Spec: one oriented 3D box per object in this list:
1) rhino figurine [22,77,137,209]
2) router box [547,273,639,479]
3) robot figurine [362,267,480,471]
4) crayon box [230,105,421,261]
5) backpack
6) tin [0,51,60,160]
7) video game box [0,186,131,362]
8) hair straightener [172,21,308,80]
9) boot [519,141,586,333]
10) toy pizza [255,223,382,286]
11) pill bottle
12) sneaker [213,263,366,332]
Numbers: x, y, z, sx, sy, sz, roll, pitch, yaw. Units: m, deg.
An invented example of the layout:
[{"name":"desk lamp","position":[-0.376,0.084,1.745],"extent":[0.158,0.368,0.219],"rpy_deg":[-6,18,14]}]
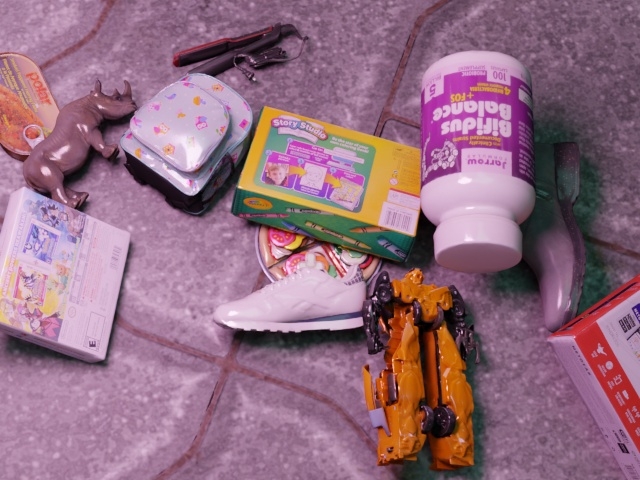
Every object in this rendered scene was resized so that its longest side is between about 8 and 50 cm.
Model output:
[{"name":"rhino figurine","position":[-0.359,-0.157,1.790],"extent":[0.106,0.073,0.243],"rpy_deg":[32,66,-4]},{"name":"router box","position":[0.538,0.204,1.712],"extent":[0.301,0.082,0.335],"rpy_deg":[-32,93,-18]},{"name":"robot figurine","position":[0.138,0.181,1.701],"extent":[0.211,0.085,0.291],"rpy_deg":[13,62,-34]},{"name":"crayon box","position":[0.020,-0.087,1.791],"extent":[0.278,0.081,0.165],"rpy_deg":[16,56,0]},{"name":"backpack","position":[-0.195,-0.163,1.799],"extent":[0.166,0.144,0.188],"rpy_deg":[34,64,14]},{"name":"tin","position":[-0.469,-0.209,1.840],"extent":[0.106,0.040,0.189],"rpy_deg":[-24,73,-12]},{"name":"video game box","position":[-0.377,0.052,1.684],"extent":[0.187,0.048,0.205],"rpy_deg":[28,60,-37]},{"name":"hair straightener","position":[-0.120,-0.294,1.920],"extent":[0.230,0.047,0.089],"rpy_deg":[-19,71,-19]},{"name":"boot","position":[0.289,-0.009,1.824],"extent":[0.223,0.118,0.338],"rpy_deg":[2,60,1]},{"name":"toy pizza","position":[0.000,0.000,1.811],"extent":[0.201,0.032,0.201],"rpy_deg":[3,67,-6]},{"name":"pill bottle","position":[0.230,-0.112,1.730],"extent":[0.169,0.169,0.301],"rpy_deg":[4,67,-5]},{"name":"sneaker","position":[-0.045,0.087,1.727],"extent":[0.235,0.090,0.095],"rpy_deg":[-4,93,-20]}]
